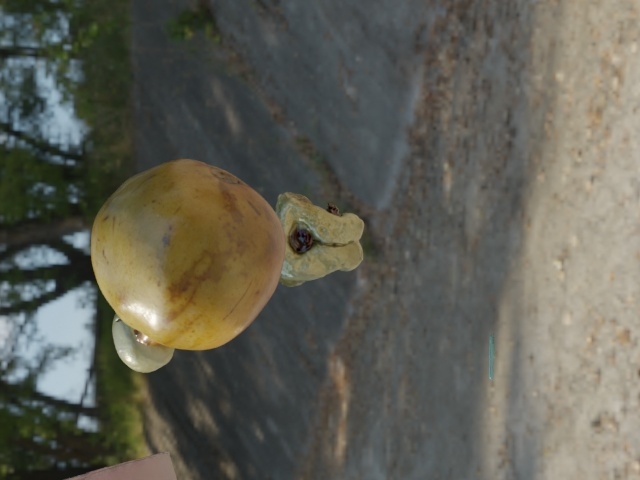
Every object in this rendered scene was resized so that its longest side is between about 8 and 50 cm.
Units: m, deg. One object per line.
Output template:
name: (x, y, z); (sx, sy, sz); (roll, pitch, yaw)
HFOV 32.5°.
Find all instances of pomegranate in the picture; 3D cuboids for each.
pomegranate: (-0.183, 0.024, 1.479); (0.264, 0.264, 0.264); (-177, 90, -83)

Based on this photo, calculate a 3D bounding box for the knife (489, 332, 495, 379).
knife: (0.329, 0.221, 2.105); (0.005, 0.014, 0.091); (-16, 64, 46)

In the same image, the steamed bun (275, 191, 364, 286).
steamed bun: (0.000, 0.000, 1.959); (0.141, 0.155, 0.172); (-47, -42, -81)

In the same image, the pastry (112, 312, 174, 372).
pastry: (-0.361, 0.189, 2.228); (0.156, 0.092, 0.156); (48, -154, -34)

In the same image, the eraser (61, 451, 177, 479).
eraser: (-0.335, 0.571, 1.901); (0.272, 0.122, 0.359); (-4, -107, -56)
